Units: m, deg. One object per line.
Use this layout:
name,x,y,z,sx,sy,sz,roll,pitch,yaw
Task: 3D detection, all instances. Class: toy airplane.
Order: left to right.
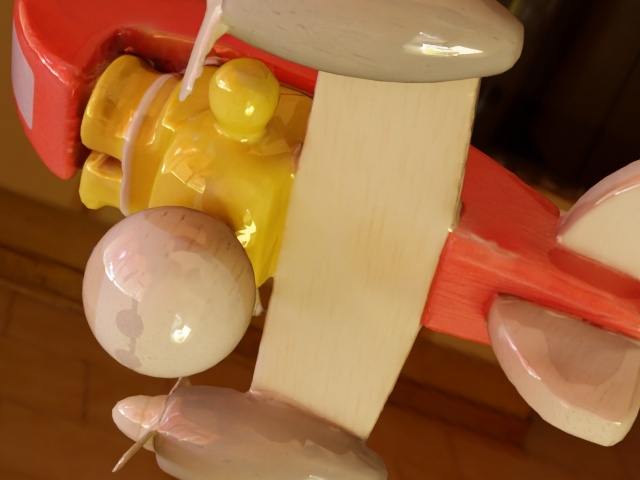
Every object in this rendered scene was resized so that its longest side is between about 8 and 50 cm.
toy airplane,0.000,0.000,0.819,0.384,0.386,0.272,-11,19,46
